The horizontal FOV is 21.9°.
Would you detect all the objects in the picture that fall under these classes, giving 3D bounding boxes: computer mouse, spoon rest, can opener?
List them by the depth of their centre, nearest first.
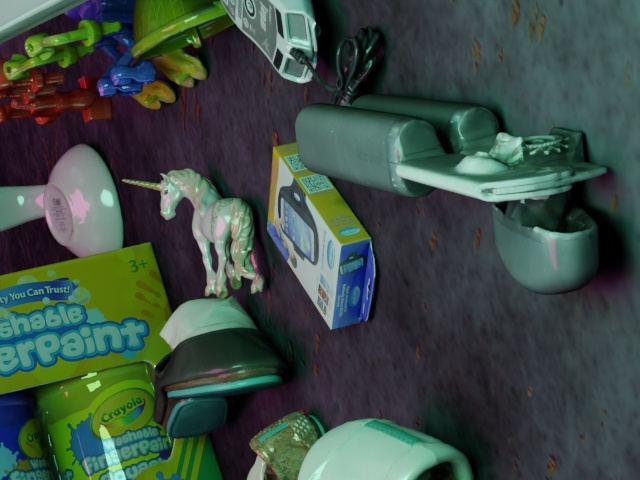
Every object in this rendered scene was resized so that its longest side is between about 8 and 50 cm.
[{"bbox_3d":[0.067,-0.028,0.941,0.283,0.076,0.095,-161,61,-67],"label":"can opener"},{"bbox_3d":[-0.016,-0.150,1.131,0.193,0.042,0.106,54,154,35],"label":"computer mouse"},{"bbox_3d":[-0.287,-0.041,1.855,0.276,0.084,0.137,4,107,54],"label":"spoon rest"}]

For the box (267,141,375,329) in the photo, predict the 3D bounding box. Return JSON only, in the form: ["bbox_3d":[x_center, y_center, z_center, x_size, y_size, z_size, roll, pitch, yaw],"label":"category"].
[{"bbox_3d":[0.000,0.000,1.193,0.136,0.028,0.081,-122,28,-44],"label":"box"}]

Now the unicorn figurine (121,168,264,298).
[{"bbox_3d":[-0.091,-0.009,1.391,0.162,0.060,0.111,-5,97,53],"label":"unicorn figurine"}]

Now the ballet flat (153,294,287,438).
[{"bbox_3d":[-0.102,0.104,1.427,0.280,0.095,0.096,139,124,-66],"label":"ballet flat"}]

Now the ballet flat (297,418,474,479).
[{"bbox_3d":[0.078,0.312,1.065,0.139,0.139,0.400,169,89,-69],"label":"ballet flat"}]

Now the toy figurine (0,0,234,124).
[{"bbox_3d":[-0.196,-0.231,1.353,0.362,0.191,0.217,160,102,-68],"label":"toy figurine"}]

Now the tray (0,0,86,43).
[{"bbox_3d":[-0.213,-0.198,1.221,0.270,0.030,0.145,-15,47,46],"label":"tray"}]

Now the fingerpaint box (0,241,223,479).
[{"bbox_3d":[-0.331,0.236,1.592,0.163,0.444,0.371,132,123,-63],"label":"fingerpaint box"}]

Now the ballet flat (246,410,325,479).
[{"bbox_3d":[-0.031,0.233,1.350,0.073,0.067,0.206,39,138,56],"label":"ballet flat"}]
